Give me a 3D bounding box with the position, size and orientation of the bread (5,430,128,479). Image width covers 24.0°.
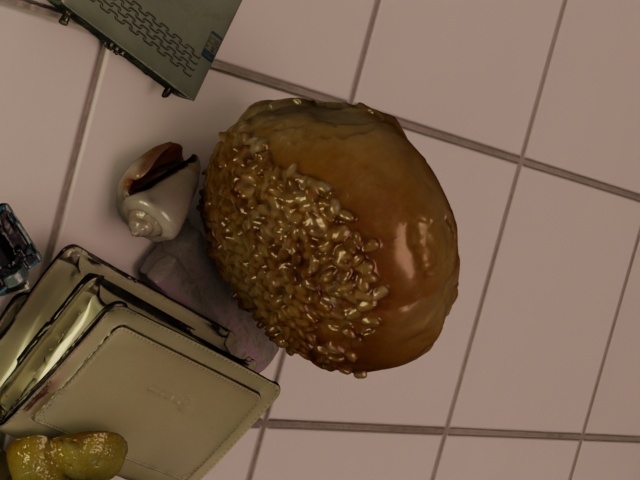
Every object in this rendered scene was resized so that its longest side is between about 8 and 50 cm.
[{"bbox_3d":[-0.306,0.293,1.860,0.149,0.065,0.188,-12,147,-6],"label":"bread"}]

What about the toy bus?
[{"bbox_3d":[-0.424,0.044,1.731,0.184,0.106,0.090,-44,119,-34],"label":"toy bus"}]

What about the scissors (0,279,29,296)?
[{"bbox_3d":[-0.377,0.059,1.792,0.058,0.119,0.014,-30,102,-40],"label":"scissors"}]

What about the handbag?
[{"bbox_3d":[-0.254,0.183,1.938,0.237,0.160,0.358,-52,139,3],"label":"handbag"}]

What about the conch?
[{"bbox_3d":[-0.204,-0.068,1.963,0.104,0.094,0.176,41,61,-7],"label":"conch"}]

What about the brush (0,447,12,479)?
[{"bbox_3d":[-0.455,0.365,1.865,0.233,0.047,0.103,-54,140,-20],"label":"brush"}]

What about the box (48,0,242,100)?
[{"bbox_3d":[-0.214,-0.314,1.894,0.270,0.045,0.211,33,78,-50],"label":"box"}]

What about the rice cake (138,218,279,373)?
[{"bbox_3d":[-0.154,0.101,2.115,0.106,0.050,0.298,-53,137,-22],"label":"rice cake"}]

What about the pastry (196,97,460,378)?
[{"bbox_3d":[0.000,0.000,1.970,0.245,0.409,0.410,-30,126,-29],"label":"pastry"}]
